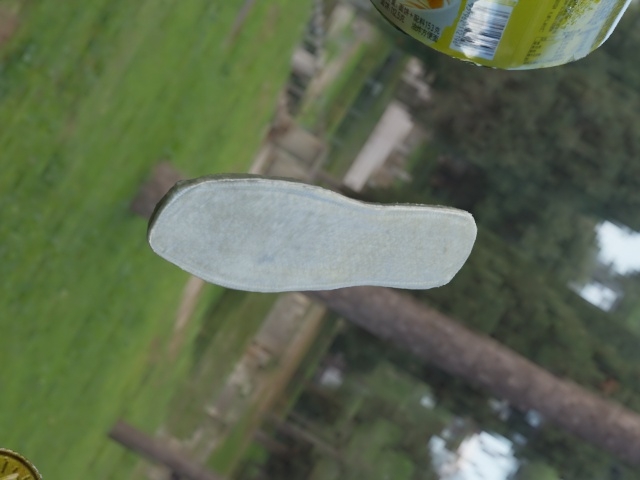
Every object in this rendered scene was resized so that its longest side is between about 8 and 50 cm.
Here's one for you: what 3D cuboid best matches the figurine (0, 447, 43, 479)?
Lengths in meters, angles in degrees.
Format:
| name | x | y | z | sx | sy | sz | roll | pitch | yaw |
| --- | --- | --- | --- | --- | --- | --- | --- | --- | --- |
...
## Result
| name | x | y | z | sx | sy | sz | roll | pitch | yaw |
| --- | --- | --- | --- | --- | --- | --- | --- | --- | --- |
| figurine | -0.171 | 0.249 | 1.055 | 0.143 | 0.143 | 0.271 | 119 | -37 | -77 |

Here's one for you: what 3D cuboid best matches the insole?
| name | x | y | z | sx | sy | sz | roll | pitch | yaw |
| --- | --- | --- | --- | --- | --- | --- | --- | --- | --- |
| insole | 0.000 | 0.000 | 0.818 | 0.192 | 0.010 | 0.063 | 6 | 127 | -43 |

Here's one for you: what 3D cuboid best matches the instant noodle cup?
| name | x | y | z | sx | sy | sz | roll | pitch | yaw |
| --- | --- | --- | --- | --- | --- | --- | --- | --- | --- |
| instant noodle cup | 0.107 | -0.193 | 0.978 | 0.205 | 0.205 | 0.153 | -58 | 169 | -41 |
